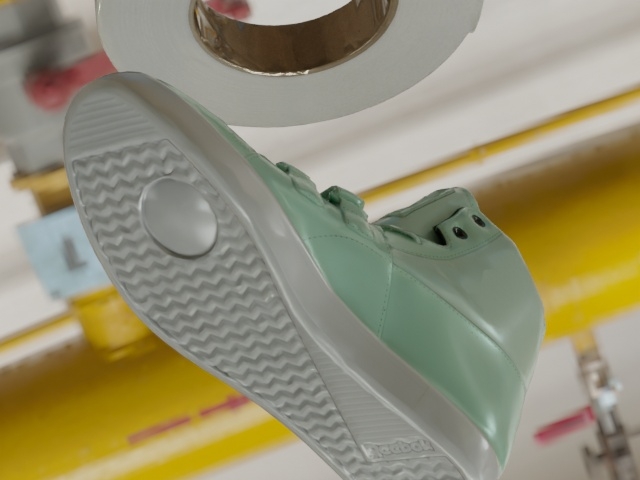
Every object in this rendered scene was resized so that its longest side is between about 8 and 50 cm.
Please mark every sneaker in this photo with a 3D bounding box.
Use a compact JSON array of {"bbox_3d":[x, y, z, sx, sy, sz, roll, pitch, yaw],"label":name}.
[{"bbox_3d":[0.000,0.001,0.810,0.094,0.256,0.151,-35,-166,40],"label":"sneaker"}]

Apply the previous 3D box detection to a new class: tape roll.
[{"bbox_3d":[-0.029,-0.254,1.725,0.392,0.392,0.072,-17,-125,12],"label":"tape roll"}]
